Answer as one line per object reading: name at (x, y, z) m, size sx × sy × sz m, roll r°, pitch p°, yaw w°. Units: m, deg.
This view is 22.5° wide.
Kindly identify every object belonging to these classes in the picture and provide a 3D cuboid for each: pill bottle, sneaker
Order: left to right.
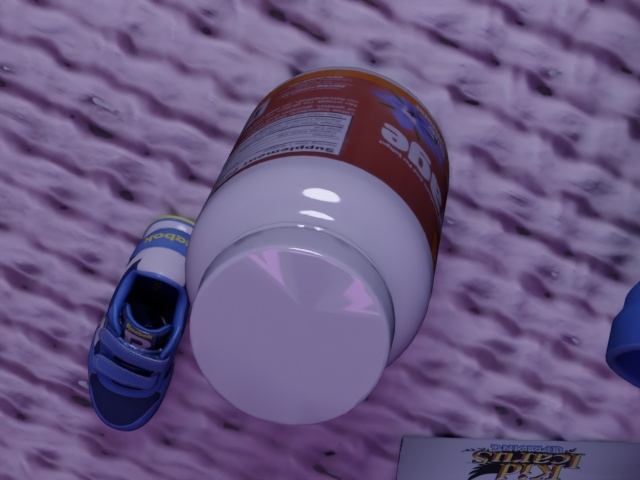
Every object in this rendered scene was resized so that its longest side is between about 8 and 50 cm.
sneaker at (-0.107, 0.056, 0.940) m, size 0.053 × 0.059 × 0.144 m, roll 18°, pitch 116°, yaw -3°
pill bottle at (0.000, 0.000, 0.812) m, size 0.121 × 0.216 × 0.121 m, roll 3°, pitch 115°, yaw 7°

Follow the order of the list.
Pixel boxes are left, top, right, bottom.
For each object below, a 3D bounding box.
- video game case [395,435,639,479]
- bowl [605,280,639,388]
video game case at (0.171, 0.251, 0.989) m, size 0.244 × 0.061 × 0.269 m, roll 1°, pitch 115°, yaw 9°
bowl at (0.329, 0.068, 0.728) m, size 0.391 × 0.391 × 0.077 m, roll 16°, pitch 82°, yaw 1°
